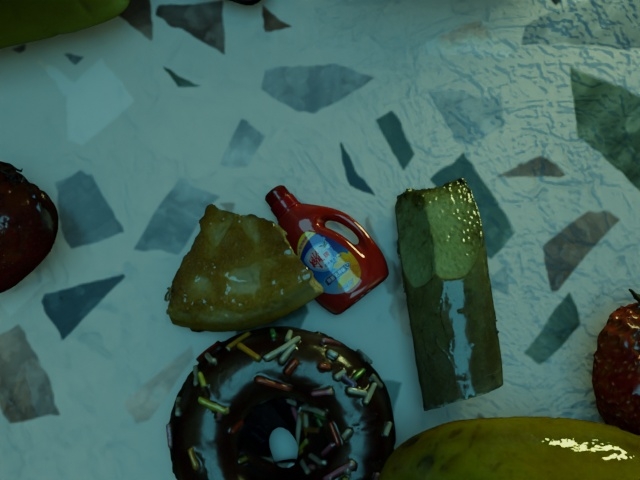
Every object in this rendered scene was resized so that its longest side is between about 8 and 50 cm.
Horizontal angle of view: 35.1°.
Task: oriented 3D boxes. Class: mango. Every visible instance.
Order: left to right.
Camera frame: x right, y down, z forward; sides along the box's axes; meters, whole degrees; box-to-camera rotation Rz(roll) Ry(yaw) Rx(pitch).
[{"bbox_3d":[0.238,0.281,1.041,0.365,0.253,0.182,4,71,2],"label":"mango"}]

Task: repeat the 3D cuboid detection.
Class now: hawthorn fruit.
[{"bbox_3d":[-0.378,-0.005,1.131,0.148,0.148,0.172,33,95,3],"label":"hawthorn fruit"}]

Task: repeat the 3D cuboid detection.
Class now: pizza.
[{"bbox_3d":[-0.100,0.029,1.164,0.182,0.062,0.161,-26,72,13],"label":"pizza"}]

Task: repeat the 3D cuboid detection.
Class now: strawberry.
[{"bbox_3d":[0.371,0.173,1.145,0.175,0.107,0.236,3,83,-40],"label":"strawberry"}]

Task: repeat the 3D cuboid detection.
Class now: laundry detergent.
[{"bbox_3d":[0.000,0.000,1.180,0.097,0.049,0.165,-38,83,-3],"label":"laundry detergent"}]

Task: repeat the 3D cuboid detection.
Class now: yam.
[{"bbox_3d":[0.145,0.057,1.153,0.106,0.106,0.259,-9,83,-2],"label":"yam"}]

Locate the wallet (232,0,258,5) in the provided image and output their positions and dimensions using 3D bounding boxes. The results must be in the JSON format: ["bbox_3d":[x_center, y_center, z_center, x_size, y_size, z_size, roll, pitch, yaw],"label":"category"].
[{"bbox_3d":[-0.189,-0.402,1.233,0.318,0.045,0.172,20,83,4],"label":"wallet"}]

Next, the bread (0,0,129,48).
[{"bbox_3d":[-0.399,-0.338,1.131,0.377,0.208,0.251,-13,90,0],"label":"bread"}]

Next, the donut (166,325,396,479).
[{"bbox_3d":[-0.042,0.222,1.124,0.270,0.103,0.269,0,83,-3],"label":"donut"}]
